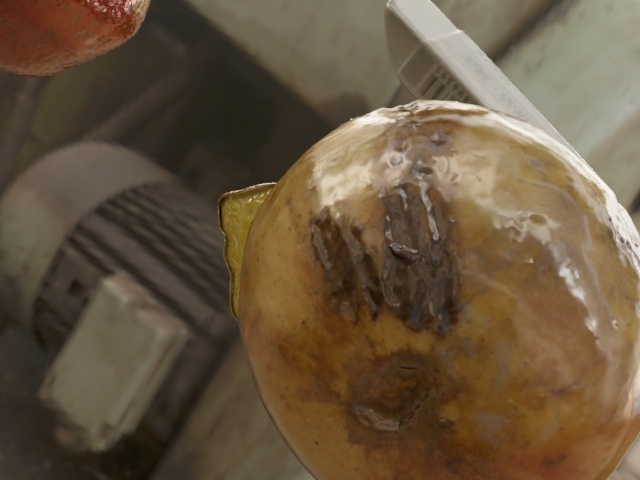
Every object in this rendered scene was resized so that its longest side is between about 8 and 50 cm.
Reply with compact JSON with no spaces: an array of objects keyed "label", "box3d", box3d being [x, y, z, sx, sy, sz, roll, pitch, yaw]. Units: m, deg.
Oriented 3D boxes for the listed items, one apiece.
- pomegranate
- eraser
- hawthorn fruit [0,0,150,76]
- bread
[{"label":"pomegranate","box3d":[0.091,0.056,1.207,0.322,0.322,0.322,28,18,-10]},{"label":"eraser","box3d":[0.185,-0.108,1.688,0.352,0.061,0.089,48,32,12]},{"label":"hawthorn fruit","box3d":[-0.372,-0.379,2.128,0.284,0.285,0.369,39,-14,24]},{"label":"bread","box3d":[0.000,0.000,1.881,0.088,0.233,0.161,4,74,-62]}]
